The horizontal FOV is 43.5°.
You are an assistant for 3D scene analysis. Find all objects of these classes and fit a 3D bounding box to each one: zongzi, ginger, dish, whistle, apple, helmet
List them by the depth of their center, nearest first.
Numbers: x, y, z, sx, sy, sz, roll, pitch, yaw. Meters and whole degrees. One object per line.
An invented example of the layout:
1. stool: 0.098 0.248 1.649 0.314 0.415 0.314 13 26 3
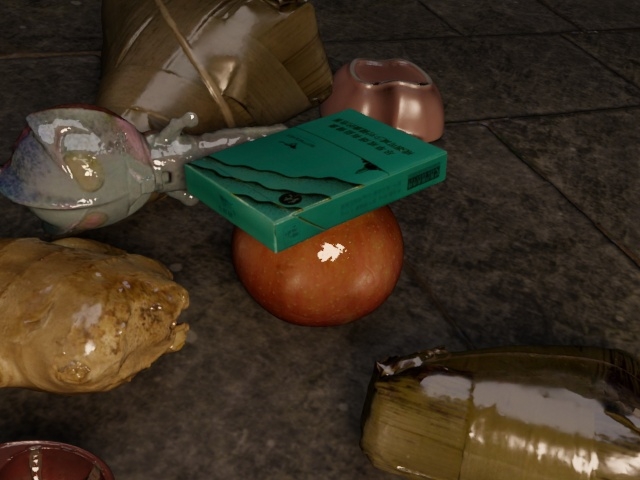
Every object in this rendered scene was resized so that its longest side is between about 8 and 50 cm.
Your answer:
1. helmet: -0.224 0.215 0.653 0.111 0.057 0.089 17 40 0
2. ginger: -0.304 0.029 0.800 0.375 0.166 0.236 31 49 18
3. zongzi: 0.196 0.151 0.803 0.274 0.145 0.300 13 20 13
4. whistle: -0.200 -0.087 0.892 0.346 0.142 0.134 -9 19 -20
5. apple: 0.000 0.000 0.906 0.201 0.162 0.201 6 39 -5
6. zongzi: -0.303 -0.242 1.153 0.467 0.218 0.500 -35 46 -27
7. dish: 0.105 -0.238 1.307 0.213 0.090 0.213 7 36 -5

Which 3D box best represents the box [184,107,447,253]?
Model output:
1. box: -0.004 -0.072 0.838 0.226 0.042 0.161 -24 38 -32
